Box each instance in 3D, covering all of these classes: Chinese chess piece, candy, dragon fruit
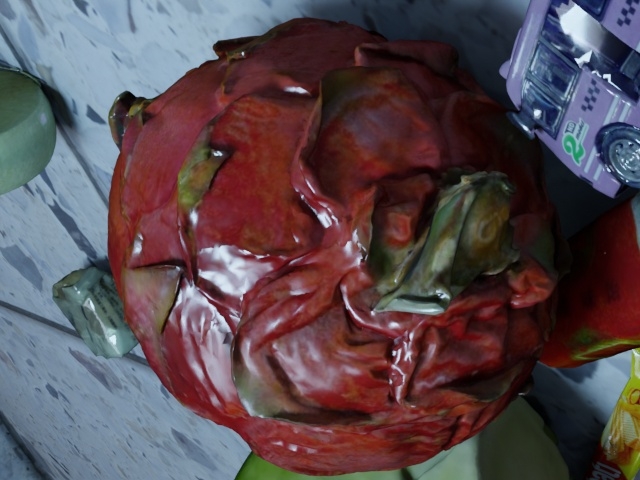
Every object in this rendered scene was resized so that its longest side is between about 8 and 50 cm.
[{"bbox_3d":[-0.379,-0.114,1.132,0.188,0.188,0.083,26,134,34],"label":"Chinese chess piece"},{"bbox_3d":[0.181,0.026,0.645,0.292,0.059,0.086,140,125,-63],"label":"candy"},{"bbox_3d":[0.000,0.000,0.663,0.342,0.277,0.277,16,141,59],"label":"dragon fruit"}]

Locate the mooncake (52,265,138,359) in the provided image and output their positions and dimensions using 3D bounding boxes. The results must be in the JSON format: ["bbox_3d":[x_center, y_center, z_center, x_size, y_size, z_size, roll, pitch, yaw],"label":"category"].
[{"bbox_3d":[-0.293,0.089,1.404,0.130,0.073,0.125,-9,117,56],"label":"mooncake"}]

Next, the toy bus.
[{"bbox_3d":[0.154,-0.117,0.481,0.108,0.096,0.199,41,150,20],"label":"toy bus"}]

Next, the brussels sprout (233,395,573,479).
[{"bbox_3d":[0.073,0.251,0.887,0.289,0.281,0.355,59,139,13],"label":"brussels sprout"}]

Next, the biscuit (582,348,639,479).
[{"bbox_3d":[0.233,0.162,0.815,0.048,0.026,0.292,27,148,20],"label":"biscuit"}]
